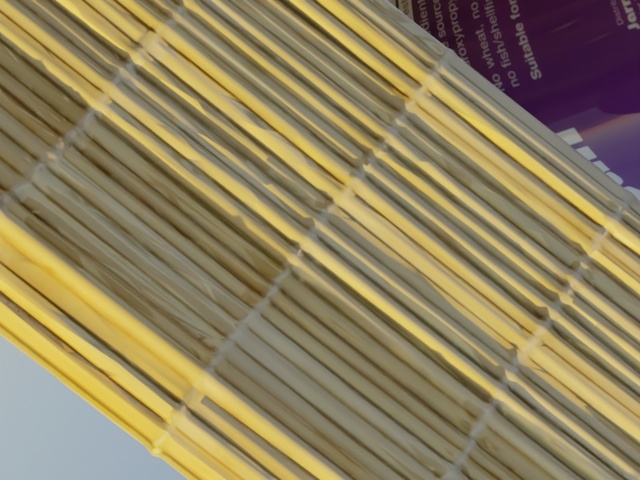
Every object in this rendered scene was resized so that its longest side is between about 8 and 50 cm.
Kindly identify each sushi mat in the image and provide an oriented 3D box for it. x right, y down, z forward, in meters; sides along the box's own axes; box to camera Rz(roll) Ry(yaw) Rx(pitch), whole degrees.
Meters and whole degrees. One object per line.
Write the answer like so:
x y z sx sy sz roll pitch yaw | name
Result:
0.000 0.000 0.510 0.151 0.316 0.019 -56 -173 -32 | sushi mat

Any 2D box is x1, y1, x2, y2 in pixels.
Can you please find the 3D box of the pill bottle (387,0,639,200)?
0.115 -0.096 0.912 0.323 0.181 0.182 -19 -134 40 | pill bottle
